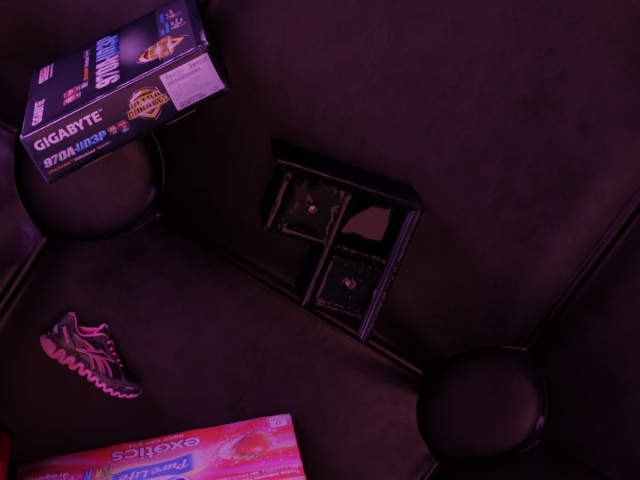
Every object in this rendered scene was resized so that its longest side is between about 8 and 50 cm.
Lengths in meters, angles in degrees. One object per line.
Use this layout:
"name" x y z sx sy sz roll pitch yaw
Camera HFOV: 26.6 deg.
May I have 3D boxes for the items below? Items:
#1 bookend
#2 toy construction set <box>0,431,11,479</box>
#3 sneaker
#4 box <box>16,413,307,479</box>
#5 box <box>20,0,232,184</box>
"bookend" 0.000 0.000 1.359 0.157 0.072 0.156 19 106 -13
"toy construction set" -0.450 0.233 1.269 0.309 0.237 0.257 11 124 -15
"sneaker" -0.226 0.116 1.387 0.119 0.047 0.057 36 90 -19
"box" -0.157 0.302 1.406 0.300 0.142 0.154 -9 111 -5
"box" -0.173 -0.142 1.205 0.175 0.220 0.051 -26 113 3
